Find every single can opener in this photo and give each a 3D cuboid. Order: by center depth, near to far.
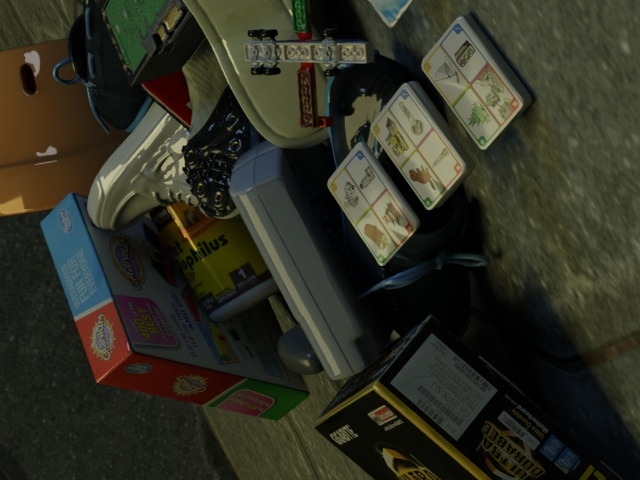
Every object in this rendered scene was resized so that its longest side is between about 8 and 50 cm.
[{"bbox_3d":[0.042,0.150,1.649,0.283,0.095,0.076,38,155,60],"label":"can opener"}]

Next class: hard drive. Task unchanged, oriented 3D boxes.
[{"bbox_3d":[-0.181,-0.330,1.397,0.339,0.064,0.237,68,159,6],"label":"hard drive"}]

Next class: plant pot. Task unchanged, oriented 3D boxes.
[{"bbox_3d":[-0.323,-0.156,2.035,0.291,0.291,0.203,-168,66,-73],"label":"plant pot"}]

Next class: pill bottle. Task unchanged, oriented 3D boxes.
[{"bbox_3d":[-0.130,-0.017,1.893,0.215,0.117,0.117,60,167,3],"label":"pill bottle"}]

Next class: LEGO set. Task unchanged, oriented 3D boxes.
[{"bbox_3d":[0.036,-0.132,1.103,0.244,0.060,0.182,55,133,19],"label":"LEGO set"}]

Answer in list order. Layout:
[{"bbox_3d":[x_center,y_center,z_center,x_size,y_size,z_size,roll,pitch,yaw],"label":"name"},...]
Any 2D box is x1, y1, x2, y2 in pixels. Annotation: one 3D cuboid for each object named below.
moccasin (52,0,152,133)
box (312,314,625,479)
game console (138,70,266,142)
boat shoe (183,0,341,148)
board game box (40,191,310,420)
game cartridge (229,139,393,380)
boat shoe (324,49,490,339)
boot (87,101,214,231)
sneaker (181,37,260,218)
[{"bbox_3d":[-0.217,-0.222,1.734,0.117,0.137,0.342,23,159,-7],"label":"moccasin"},{"bbox_3d":[0.132,0.192,1.281,0.257,0.079,0.322,39,166,0],"label":"box"},{"bbox_3d":[-0.109,-0.125,1.591,0.144,0.124,0.085,41,139,2],"label":"game console"},{"bbox_3d":[-0.062,-0.220,1.230,0.091,0.109,0.305,-84,-27,-64],"label":"boat shoe"},{"bbox_3d":[-0.174,0.085,1.927,0.316,0.064,0.242,20,-143,-48],"label":"board game box"},{"bbox_3d":[0.000,0.000,1.352,0.294,0.060,0.196,-42,-72,-80],"label":"game cartridge"},{"bbox_3d":[0.063,-0.015,1.205,0.089,0.109,0.258,35,154,55],"label":"boat shoe"},{"bbox_3d":[-0.164,-0.066,1.766,0.123,0.095,0.258,53,130,18],"label":"boot"},{"bbox_3d":[-0.082,-0.116,1.484,0.086,0.085,0.237,34,-143,-42],"label":"sneaker"}]
